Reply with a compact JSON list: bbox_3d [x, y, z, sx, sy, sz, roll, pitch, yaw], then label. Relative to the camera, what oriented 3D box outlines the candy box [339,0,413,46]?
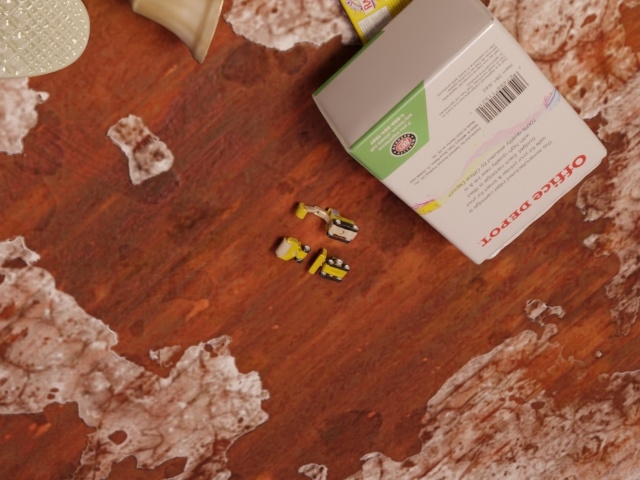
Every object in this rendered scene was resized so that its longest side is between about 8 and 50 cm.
[{"bbox_3d":[0.087,-0.248,1.290,0.105,0.027,0.206,-30,126,3],"label":"candy box"}]

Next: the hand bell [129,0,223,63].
[{"bbox_3d":[-0.215,-0.267,1.152,0.242,0.126,0.126,15,116,-11],"label":"hand bell"}]

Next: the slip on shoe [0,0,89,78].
[{"bbox_3d":[-0.382,-0.229,1.101,0.331,0.101,0.123,6,113,-18],"label":"slip on shoe"}]

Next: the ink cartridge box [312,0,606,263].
[{"bbox_3d":[0.159,-0.127,1.309,0.201,0.117,0.278,-42,135,11],"label":"ink cartridge box"}]

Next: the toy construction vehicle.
[{"bbox_3d":[0.000,0.000,1.418,0.098,0.035,0.086,17,125,-24],"label":"toy construction vehicle"}]
